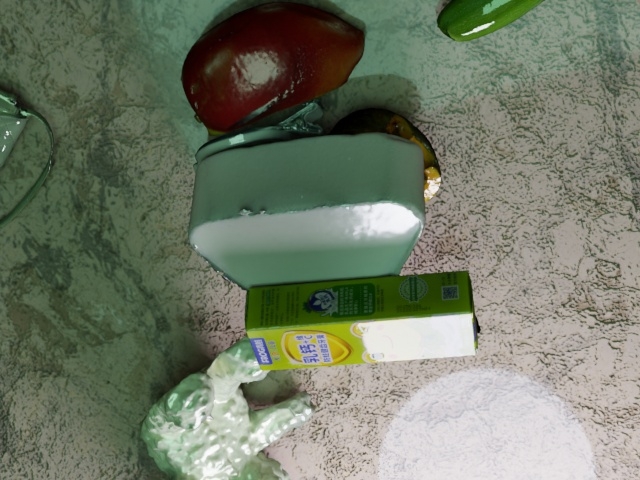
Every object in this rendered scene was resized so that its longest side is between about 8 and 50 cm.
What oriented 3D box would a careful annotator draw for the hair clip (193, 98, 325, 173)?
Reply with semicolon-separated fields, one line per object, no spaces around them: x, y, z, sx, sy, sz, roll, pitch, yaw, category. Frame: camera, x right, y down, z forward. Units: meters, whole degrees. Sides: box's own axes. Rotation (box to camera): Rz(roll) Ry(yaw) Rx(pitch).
-0.096;-0.146;1.713;0.220;0.140;0.054;-16;80;9;hair clip

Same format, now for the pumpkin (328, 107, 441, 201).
0.089;-0.132;1.709;0.183;0.107;0.119;25;134;-22;pumpkin

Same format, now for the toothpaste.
0.061;0.115;1.652;0.327;0.077;0.110;-5;143;7;toothpaste

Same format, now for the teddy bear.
-0.112;0.372;1.842;0.362;0.327;0.375;54;146;3;teddy bear

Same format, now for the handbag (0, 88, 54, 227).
-0.532;-0.125;1.781;0.219;0.079;0.256;28;113;-19;handbag

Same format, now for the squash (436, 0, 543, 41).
0.289;-0.366;1.609;0.292;0.082;0.082;-37;106;19;squash

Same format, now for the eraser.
0.000;0.000;1.690;0.331;0.150;0.331;1;140;1;eraser

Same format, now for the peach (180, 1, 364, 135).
-0.072;-0.251;1.645;0.267;0.154;0.158;-17;109;12;peach
